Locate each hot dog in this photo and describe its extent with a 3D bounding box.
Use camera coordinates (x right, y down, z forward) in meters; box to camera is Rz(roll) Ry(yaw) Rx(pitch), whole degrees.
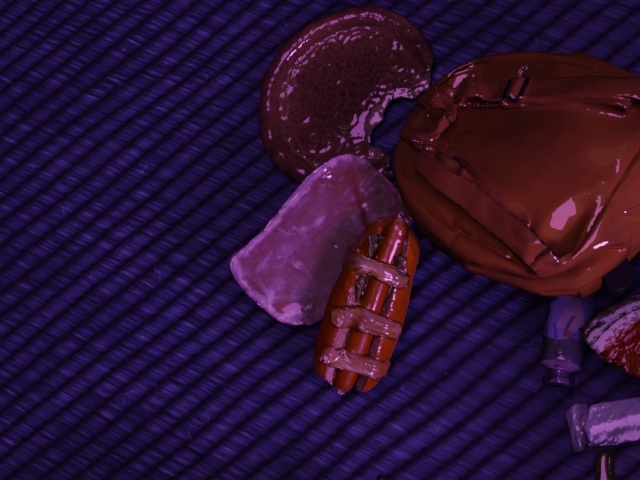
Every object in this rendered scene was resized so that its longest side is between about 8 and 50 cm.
[{"bbox_3d":[0.067,0.086,1.809,0.109,0.072,0.270,17,95,-9],"label":"hot dog"}]

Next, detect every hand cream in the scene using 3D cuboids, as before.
[{"bbox_3d":[0.339,0.075,1.788,0.088,0.055,0.256,5,69,23],"label":"hand cream"}]

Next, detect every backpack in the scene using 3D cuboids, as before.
[{"bbox_3d":[0.291,-0.101,1.758,0.378,0.201,0.353,34,78,36],"label":"backpack"}]

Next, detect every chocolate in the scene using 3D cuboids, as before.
[{"bbox_3d":[-0.001,-0.001,1.871,0.157,0.080,0.254,43,91,-7],"label":"chocolate"}]

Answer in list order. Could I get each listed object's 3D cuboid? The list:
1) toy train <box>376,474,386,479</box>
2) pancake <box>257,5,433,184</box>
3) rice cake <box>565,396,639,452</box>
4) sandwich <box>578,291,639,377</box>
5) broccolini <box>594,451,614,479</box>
[{"bbox_3d":[0.017,0.426,1.646,0.238,0.299,0.167,-47,67,13],"label":"toy train"},{"bbox_3d":[0.041,-0.208,1.952,0.288,0.033,0.286,-29,69,5],"label":"pancake"},{"bbox_3d":[0.485,0.220,1.695,0.336,0.063,0.066,-9,69,12],"label":"rice cake"},{"bbox_3d":[0.445,0.137,1.690,0.184,0.109,0.160,-28,52,12],"label":"sandwich"},{"bbox_3d":[0.442,0.374,1.672,0.123,0.062,0.272,-27,67,-3],"label":"broccolini"}]
